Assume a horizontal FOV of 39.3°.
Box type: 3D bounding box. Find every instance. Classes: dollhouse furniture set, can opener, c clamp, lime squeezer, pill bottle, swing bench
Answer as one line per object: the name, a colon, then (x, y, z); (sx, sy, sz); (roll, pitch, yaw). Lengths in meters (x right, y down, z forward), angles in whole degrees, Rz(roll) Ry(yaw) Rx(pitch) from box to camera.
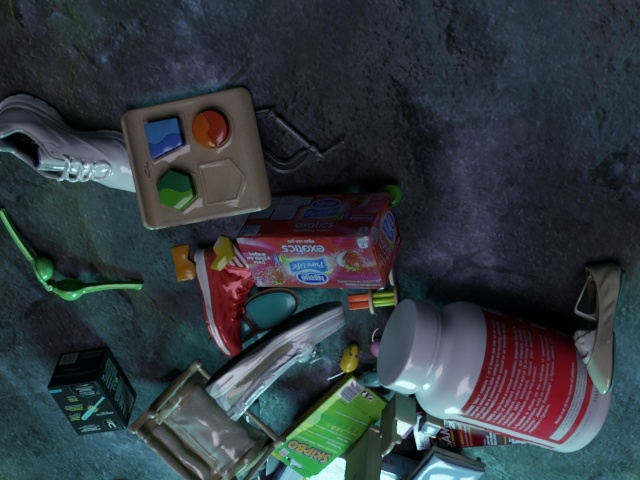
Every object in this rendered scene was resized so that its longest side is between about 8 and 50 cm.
dollhouse furniture set: (0.226, 0.522, 1.883); (0.304, 0.198, 0.286); (22, 129, -11)
can opener: (-0.143, 0.435, 2.032); (0.095, 0.076, 0.283); (-18, 131, -22)
c clamp: (-0.061, -0.179, 1.562); (0.161, 0.022, 0.137); (33, 129, -22)
lime squeezer: (-0.513, 0.056, 1.761); (0.310, 0.058, 0.110); (31, 125, -17)
pill bottle: (0.326, 0.249, 1.714); (0.408, 0.229, 0.229); (18, 127, -15)
swing bench: (-0.245, 0.410, 1.886); (0.253, 0.165, 0.255); (44, 153, -2)

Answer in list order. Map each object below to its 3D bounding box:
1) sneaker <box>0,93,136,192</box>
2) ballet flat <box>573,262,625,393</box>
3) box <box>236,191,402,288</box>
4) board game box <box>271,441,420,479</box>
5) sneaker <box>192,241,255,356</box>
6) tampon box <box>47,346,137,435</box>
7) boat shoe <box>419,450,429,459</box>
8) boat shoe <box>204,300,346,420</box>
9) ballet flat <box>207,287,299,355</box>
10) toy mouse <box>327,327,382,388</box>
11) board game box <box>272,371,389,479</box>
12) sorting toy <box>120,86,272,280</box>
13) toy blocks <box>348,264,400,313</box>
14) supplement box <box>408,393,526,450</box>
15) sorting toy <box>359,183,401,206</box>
sneaker: (-0.429, -0.142, 1.552); (0.297, 0.129, 0.111); (20, 124, -12)
ballet flat: (0.505, 0.156, 1.651); (0.086, 0.248, 0.086); (11, 159, 4)
box: (0.000, 0.000, 1.588); (0.257, 0.128, 0.122); (-1, 130, 25)
board game box: (0.046, 0.601, 2.132); (0.318, 0.065, 0.318); (19, 127, -10)
sneaker: (-0.157, 0.109, 1.716); (0.128, 0.087, 0.221); (-15, 100, 10)
tampon box: (-0.493, 0.329, 1.943); (0.121, 0.101, 0.161); (-9, 127, 13)
boat shoe: (0.288, 0.516, 2.063); (0.142, 0.049, 0.040); (35, 156, -23)
boat shoe: (-0.075, 0.230, 1.751); (0.320, 0.118, 0.103); (-35, 97, 6)
ballet flat: (-0.132, 0.150, 1.794); (0.232, 0.073, 0.080); (-32, 98, 23)
toy mouse: (0.113, 0.260, 1.863); (0.143, 0.031, 0.161); (23, 111, -12)
board game box: (0.021, 0.408, 1.955); (0.124, 0.039, 0.259); (41, 101, -19)
sorting toy: (-0.204, -0.091, 1.531); (0.229, 0.041, 0.307); (-10, 96, 7)
toy blocks: (0.074, 0.093, 1.740); (0.148, 0.054, 0.123); (-5, 129, 11)
supplement box: (0.317, 0.379, 1.931); (0.240, 0.073, 0.130); (-7, 127, 12)
sorting toy: (0.096, -0.074, 1.621); (0.061, 0.042, 0.102); (29, 114, -35)
